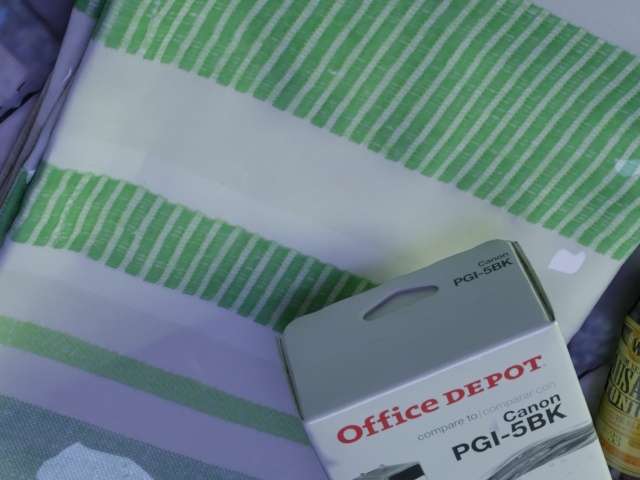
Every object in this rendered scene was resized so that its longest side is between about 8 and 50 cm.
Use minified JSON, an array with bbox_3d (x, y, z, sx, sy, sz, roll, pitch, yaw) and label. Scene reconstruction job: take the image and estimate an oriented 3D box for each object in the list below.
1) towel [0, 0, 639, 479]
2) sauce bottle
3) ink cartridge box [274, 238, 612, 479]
[{"bbox_3d":[0.000,0.000,0.523,0.248,0.038,0.324,21,113,-22],"label":"towel"},{"bbox_3d":[0.142,0.043,0.573,0.042,0.042,0.128,2,117,-12],"label":"sauce bottle"},{"bbox_3d":[0.054,0.080,0.531,0.099,0.056,0.135,-23,124,3],"label":"ink cartridge box"}]
